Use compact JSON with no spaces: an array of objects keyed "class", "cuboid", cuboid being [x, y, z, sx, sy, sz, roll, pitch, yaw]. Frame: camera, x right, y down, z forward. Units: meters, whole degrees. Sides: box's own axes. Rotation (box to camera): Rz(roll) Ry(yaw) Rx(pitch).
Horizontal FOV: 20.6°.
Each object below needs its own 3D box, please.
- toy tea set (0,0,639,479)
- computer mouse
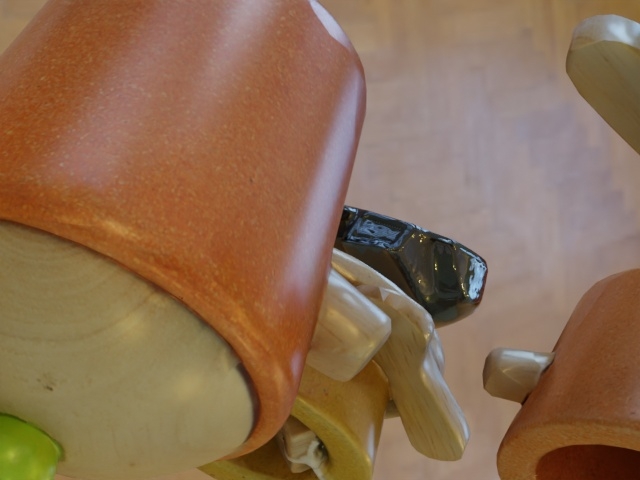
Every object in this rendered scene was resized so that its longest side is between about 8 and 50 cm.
[{"class":"toy tea set","cuboid":[0.055,0.040,0.366,0.200,0.336,0.124,60,44,-45]},{"class":"computer mouse","cuboid":[0.000,0.000,0.705,0.242,0.071,0.041,27,80,-56]}]
